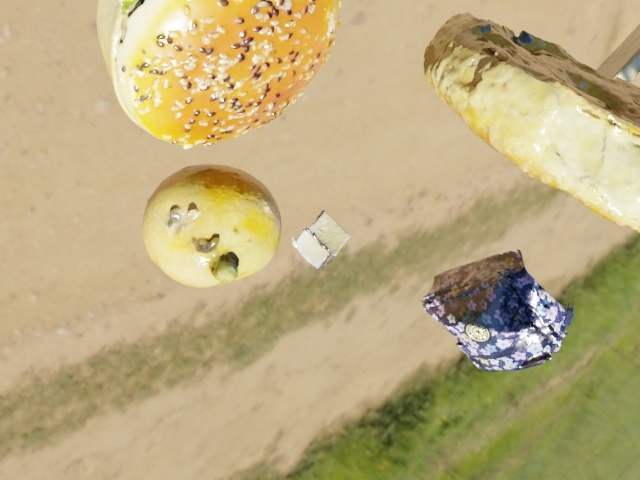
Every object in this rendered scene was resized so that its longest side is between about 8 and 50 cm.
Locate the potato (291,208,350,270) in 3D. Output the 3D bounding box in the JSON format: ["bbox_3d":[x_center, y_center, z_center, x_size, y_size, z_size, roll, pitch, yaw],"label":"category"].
[{"bbox_3d":[0.000,0.001,2.006,0.061,0.086,0.122,-42,178,-20],"label":"potato"}]

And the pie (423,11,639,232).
[{"bbox_3d":[0.238,-0.092,0.947,0.339,0.339,0.083,-12,137,-58],"label":"pie"}]

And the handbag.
[{"bbox_3d":[0.298,0.131,1.886,0.228,0.208,0.127,-24,-156,44],"label":"handbag"}]

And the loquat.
[{"bbox_3d":[-0.132,-0.013,1.375,0.172,0.204,0.149,3,119,-15],"label":"loquat"}]

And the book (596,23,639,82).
[{"bbox_3d":[0.461,-0.286,1.576,0.374,0.028,0.262,-47,180,2],"label":"book"}]

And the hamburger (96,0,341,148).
[{"bbox_3d":[-0.116,-0.244,1.290,0.300,0.176,0.300,-24,142,-21],"label":"hamburger"}]
